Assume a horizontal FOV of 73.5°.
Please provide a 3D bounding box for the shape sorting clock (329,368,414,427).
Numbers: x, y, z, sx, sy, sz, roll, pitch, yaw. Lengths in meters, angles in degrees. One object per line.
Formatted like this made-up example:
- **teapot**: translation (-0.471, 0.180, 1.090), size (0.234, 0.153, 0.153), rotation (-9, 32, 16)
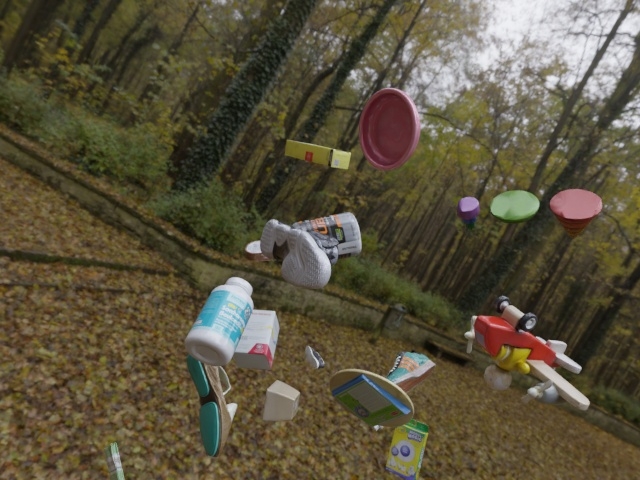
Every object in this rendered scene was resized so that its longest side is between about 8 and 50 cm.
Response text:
- **shape sorting clock**: translation (0.119, 0.371, 1.010), size (0.206, 0.206, 0.040), rotation (28, 44, 10)

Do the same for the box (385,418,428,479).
- **box**: translation (0.289, 0.685, 1.418), size (0.105, 0.179, 0.043), rotation (9, -13, 34)

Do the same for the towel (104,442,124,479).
- **towel**: translation (-0.621, 0.694, 1.284), size (0.023, 0.113, 0.152), rotation (-5, 63, -44)

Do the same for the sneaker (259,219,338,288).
- **sneaker**: translation (-0.014, 0.030, 0.881), size (0.153, 0.101, 0.268), rotation (13, 10, -32)

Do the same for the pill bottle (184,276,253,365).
- **pill bottle**: translation (-0.298, 0.239, 1.323), size (0.146, 0.146, 0.264), rotation (28, 44, -9)

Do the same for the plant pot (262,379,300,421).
- **plant pot**: translation (-0.129, 0.556, 1.466), size (0.096, 0.109, 0.109), rotation (10, 1, 13)

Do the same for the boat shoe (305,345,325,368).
- **boat shoe**: translation (-0.022, 0.434, 1.591), size (0.038, 0.046, 0.125), rotation (9, 12, -26)

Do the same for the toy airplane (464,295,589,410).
- **toy airplane**: translation (0.665, 0.393, 1.436), size (0.384, 0.272, 0.386), rotation (38, 5, 17)

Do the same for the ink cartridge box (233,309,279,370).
- **ink cartridge box**: translation (-0.230, 0.355, 1.545), size (0.128, 0.176, 0.127), rotation (3, -41, 8)

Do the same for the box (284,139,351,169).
- **box**: translation (-0.014, -0.288, 1.424), size (0.232, 0.058, 0.087), rotation (23, 17, 41)

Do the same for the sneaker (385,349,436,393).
- **sneaker**: translation (0.305, 0.490, 1.600), size (0.302, 0.108, 0.121), rotation (-4, 34, -47)

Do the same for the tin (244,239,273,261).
- **tin**: translation (-0.187, 0.035, 1.585), size (0.189, 0.040, 0.106), rotation (-3, 33, 0)

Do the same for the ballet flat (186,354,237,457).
- **ballet flat**: translation (-0.346, 0.521, 1.419), size (0.124, 0.116, 0.342), rotation (3, 61, -51)

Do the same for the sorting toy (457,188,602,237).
- **sorting toy**: translation (0.582, -0.059, 1.222), size (0.365, 0.127, 0.126), rotation (2, -44, 30)

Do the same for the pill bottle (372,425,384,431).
- **pill bottle**: translation (0.211, 0.612, 1.459), size (0.043, 0.083, 0.043), rotation (45, -27, 30)

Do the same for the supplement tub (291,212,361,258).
- **supplement tub**: translation (0.000, 0.000, 1.816), size (0.316, 0.193, 0.193), rotation (-12, 10, -8)

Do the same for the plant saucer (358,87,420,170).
- **plant saucer**: translation (0.298, -0.465, 1.804), size (0.084, 0.332, 0.332), rotation (-10, 27, -36)
